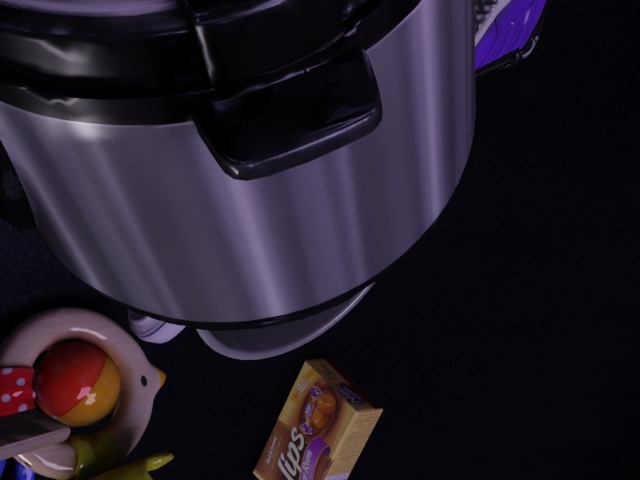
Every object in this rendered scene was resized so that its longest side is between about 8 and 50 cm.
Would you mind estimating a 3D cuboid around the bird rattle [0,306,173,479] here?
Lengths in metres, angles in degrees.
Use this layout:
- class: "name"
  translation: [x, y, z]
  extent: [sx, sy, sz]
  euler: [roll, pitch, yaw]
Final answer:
- class: "bird rattle"
  translation: [-0.257, 0.159, 1.100]
  extent: [0.143, 0.253, 0.207]
  euler: [-38, -161, 54]

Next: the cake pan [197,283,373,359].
- class: "cake pan"
  translation: [-0.029, -0.003, 1.258]
  extent: [0.293, 0.054, 0.293]
  euler: [-27, 138, -27]

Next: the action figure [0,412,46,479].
- class: "action figure"
  translation: [-0.322, 0.309, 1.178]
  extent: [0.091, 0.139, 0.280]
  euler: [9, 118, -48]

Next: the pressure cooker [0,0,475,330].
- class: "pressure cooker"
  translation: [-0.081, -0.184, 0.752]
  extent: [0.420, 0.369, 0.376]
  euler: [79, 34, -60]

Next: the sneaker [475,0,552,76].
- class: "sneaker"
  translation: [0.163, -0.211, 1.226]
  extent: [0.293, 0.102, 0.146]
  euler: [-48, 144, -1]

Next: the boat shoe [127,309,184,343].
- class: "boat shoe"
  translation: [-0.143, -0.024, 1.105]
  extent: [0.084, 0.095, 0.258]
  euler: [10, 104, -45]

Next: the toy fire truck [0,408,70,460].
- class: "toy fire truck"
  translation: [-0.325, 0.103, 0.913]
  extent: [0.158, 0.217, 0.246]
  euler: [-35, 142, -18]

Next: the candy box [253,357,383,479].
- class: "candy box"
  translation: [-0.006, 0.255, 1.468]
  extent: [0.053, 0.109, 0.187]
  euler: [2, 122, -46]
